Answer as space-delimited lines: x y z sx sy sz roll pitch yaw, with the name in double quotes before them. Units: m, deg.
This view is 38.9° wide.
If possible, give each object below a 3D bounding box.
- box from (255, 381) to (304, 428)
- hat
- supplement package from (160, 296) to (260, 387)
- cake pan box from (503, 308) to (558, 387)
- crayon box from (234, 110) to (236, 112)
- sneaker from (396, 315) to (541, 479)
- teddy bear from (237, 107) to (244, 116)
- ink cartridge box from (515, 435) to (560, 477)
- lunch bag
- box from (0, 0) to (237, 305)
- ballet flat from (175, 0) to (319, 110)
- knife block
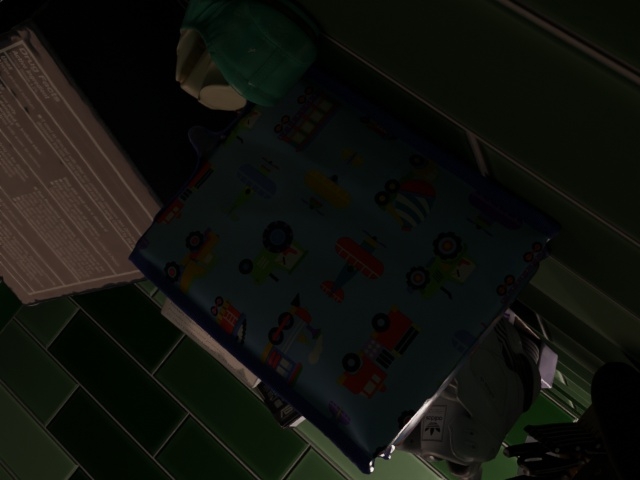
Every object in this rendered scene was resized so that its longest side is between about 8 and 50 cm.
"box" -0.006 0.172 1.988 0.318 0.395 0.097 53 -177 16
"hat" 0.324 0.288 0.896 0.331 0.134 0.331 40 -153 -25
"supplement package" -0.066 0.021 1.214 0.178 0.175 0.293 38 135 9
"cake pan box" 0.228 0.163 1.489 0.267 0.070 0.246 -1 154 38
"crayon box" -0.219 -0.141 1.120 0.203 0.323 0.083 23 -142 -6
"sneaker" 0.166 0.172 1.236 0.137 0.210 0.366 -4 133 46
"teddy bear" -0.127 -0.059 1.417 0.245 0.113 0.337 28 138 61
"ink cartridge box" 0.419 0.380 1.368 0.239 0.060 0.275 -1 -169 19
"lunch bag" 0.000 0.000 0.722 0.293 0.221 0.138 38 179 14
"box" -0.262 -0.107 0.961 0.294 0.182 0.296 -10 125 34
"ballet flat" -0.075 -0.147 0.708 0.083 0.087 0.247 39 179 -23
"knife block" 0.394 0.339 1.267 0.276 0.242 0.088 39 180 -18
